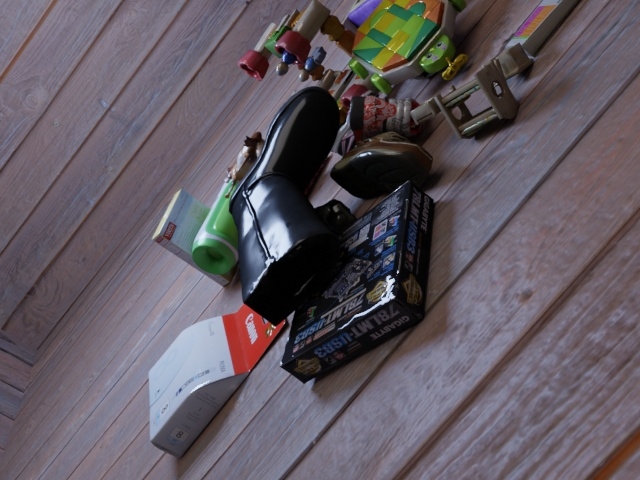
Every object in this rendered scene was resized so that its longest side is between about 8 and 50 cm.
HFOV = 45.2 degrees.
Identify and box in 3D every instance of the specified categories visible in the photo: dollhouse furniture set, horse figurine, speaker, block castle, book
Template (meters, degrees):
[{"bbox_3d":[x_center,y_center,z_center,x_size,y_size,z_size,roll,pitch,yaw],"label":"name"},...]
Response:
[{"bbox_3d":[0.295,-0.262,1.435,0.161,0.101,0.182,-38,8,-35],"label":"dollhouse furniture set"},{"bbox_3d":[-0.194,-0.195,1.977,0.263,0.066,0.175,125,165,-47],"label":"horse figurine"},{"bbox_3d":[-0.242,-0.051,2.072,0.131,0.131,0.297,-34,25,42],"label":"speaker"},{"bbox_3d":[-0.031,-0.443,2.065,0.213,0.303,0.453,-57,20,-6],"label":"block castle"},{"bbox_3d":[0.417,-0.414,1.447,0.144,0.035,0.096,-51,18,7],"label":"book"}]

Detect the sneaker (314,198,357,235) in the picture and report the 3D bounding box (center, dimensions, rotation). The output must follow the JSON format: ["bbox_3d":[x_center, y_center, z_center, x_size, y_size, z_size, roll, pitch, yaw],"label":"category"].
[{"bbox_3d":[0.000,0.000,1.615,0.130,0.087,0.228,-36,21,53],"label":"sneaker"}]

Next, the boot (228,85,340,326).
[{"bbox_3d":[-0.047,-0.089,1.525,0.367,0.146,0.445,-59,19,17],"label":"boot"}]

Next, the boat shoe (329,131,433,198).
[{"bbox_3d":[0.127,-0.169,1.565,0.120,0.122,0.324,-54,20,-15],"label":"boat shoe"}]

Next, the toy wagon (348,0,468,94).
[{"bbox_3d":[0.207,-0.455,1.734,0.267,0.068,0.344,-48,37,6],"label":"toy wagon"}]

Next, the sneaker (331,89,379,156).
[{"bbox_3d":[0.096,-0.275,1.853,0.178,0.077,0.072,-58,-5,17],"label":"sneaker"}]

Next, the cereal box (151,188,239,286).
[{"bbox_3d":[-0.324,-0.007,2.100,0.047,0.240,0.173,-32,29,44],"label":"cereal box"}]

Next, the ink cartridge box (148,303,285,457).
[{"bbox_3d":[-0.247,0.253,1.749,0.385,0.091,0.308,-52,21,8],"label":"ink cartridge box"}]

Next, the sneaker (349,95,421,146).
[{"bbox_3d":[0.150,-0.248,1.685,0.270,0.144,0.090,36,-121,-78],"label":"sneaker"}]

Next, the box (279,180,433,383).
[{"bbox_3d":[0.068,0.075,1.376,0.295,0.073,0.293,-37,27,37],"label":"box"}]

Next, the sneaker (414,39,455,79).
[{"bbox_3d":[0.225,-0.410,1.796,0.192,0.064,0.086,-17,37,53],"label":"sneaker"}]

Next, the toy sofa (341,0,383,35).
[{"bbox_3d":[0.197,-0.588,2.018,0.362,0.150,0.177,-12,44,60],"label":"toy sofa"}]

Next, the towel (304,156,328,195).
[{"bbox_3d":[-0.088,-0.106,2.046,0.198,0.031,0.275,-14,44,59],"label":"towel"}]
